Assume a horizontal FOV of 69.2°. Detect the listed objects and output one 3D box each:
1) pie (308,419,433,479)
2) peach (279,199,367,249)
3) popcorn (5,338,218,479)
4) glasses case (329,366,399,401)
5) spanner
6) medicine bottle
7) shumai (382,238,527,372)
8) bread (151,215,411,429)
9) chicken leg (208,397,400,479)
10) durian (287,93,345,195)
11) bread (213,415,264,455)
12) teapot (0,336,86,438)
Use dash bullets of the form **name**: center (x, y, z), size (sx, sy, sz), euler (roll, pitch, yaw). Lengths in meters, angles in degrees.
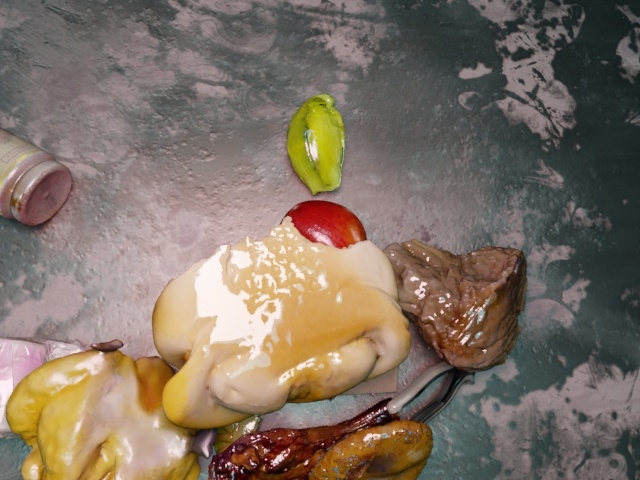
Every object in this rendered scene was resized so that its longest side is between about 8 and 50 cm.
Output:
- **pie**: center (0.098, 0.432, 0.872), size (0.274, 0.069, 0.273), euler (-11, 120, -20)
- **peach**: center (0.000, 0.000, 0.960), size (0.198, 0.197, 0.197), euler (2, 76, -8)
- **popcorn**: center (-0.345, 0.330, 0.798), size (0.297, 0.281, 0.315), euler (-9, 61, -54)
- **glasses case**: center (0.066, 0.283, 0.971), size (0.194, 0.070, 0.102), euler (-1, 104, -11)
- **spanner**: center (0.278, 0.289, 0.992), size (0.325, 0.040, 0.095), euler (-33, 100, -23)
- **medicine bottle**: center (-0.676, -0.163, 0.911), size (0.323, 0.151, 0.151), euler (28, 74, -1)
- **shumai**: center (0.273, 0.124, 0.994), size (0.283, 0.216, 0.346), euler (8, 37, 31)
- **bread**: center (-0.055, 0.143, 0.779), size (0.425, 0.328, 0.245), euler (-8, 38, -18)
- **chicken leg**: center (-0.022, 0.389, 0.889), size (0.407, 0.157, 0.095), euler (-3, 40, -33)
- **durian**: center (-0.010, -0.226, 1.061), size (0.139, 0.101, 0.249), euler (5, 73, -44)
- **bread**: center (-0.161, 0.354, 0.910), size (0.094, 0.083, 0.157), euler (40, 76, 17)
- **teapot**: center (-0.533, 0.256, 0.828), size (0.222, 0.163, 0.178), euler (7, 71, -8)
